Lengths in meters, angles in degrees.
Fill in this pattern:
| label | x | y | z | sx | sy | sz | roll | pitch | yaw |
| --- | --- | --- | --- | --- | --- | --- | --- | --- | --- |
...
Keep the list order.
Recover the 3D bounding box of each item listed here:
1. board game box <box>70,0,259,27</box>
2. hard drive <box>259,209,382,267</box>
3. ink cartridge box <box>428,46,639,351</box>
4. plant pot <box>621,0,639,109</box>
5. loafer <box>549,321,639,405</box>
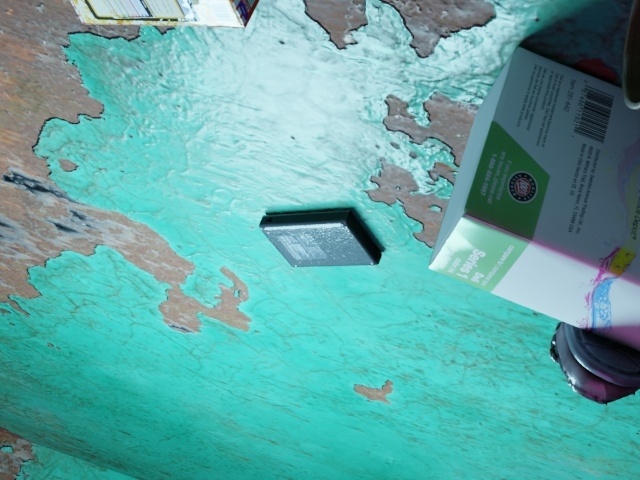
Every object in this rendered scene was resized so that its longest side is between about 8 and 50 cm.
| label | x | y | z | sx | sy | sz | roll | pitch | yaw |
| --- | --- | --- | --- | --- | --- | --- | --- | --- | --- |
| board game box | -0.173 | -0.272 | 1.025 | 0.193 | 0.045 | 0.147 | 7 | 147 | 23 |
| hard drive | 0.000 | 0.000 | 1.370 | 0.135 | 0.022 | 0.094 | -2 | 142 | 35 |
| ink cartridge box | 0.266 | -0.026 | 0.985 | 0.278 | 0.201 | 0.117 | 22 | 150 | -1 |
| plant pot | 0.330 | -0.162 | 0.790 | 0.165 | 0.167 | 0.167 | 12 | 149 | 0 |
| loafer | 0.289 | 0.106 | 1.096 | 0.109 | 0.302 | 0.095 | 28 | 114 | 8 |
